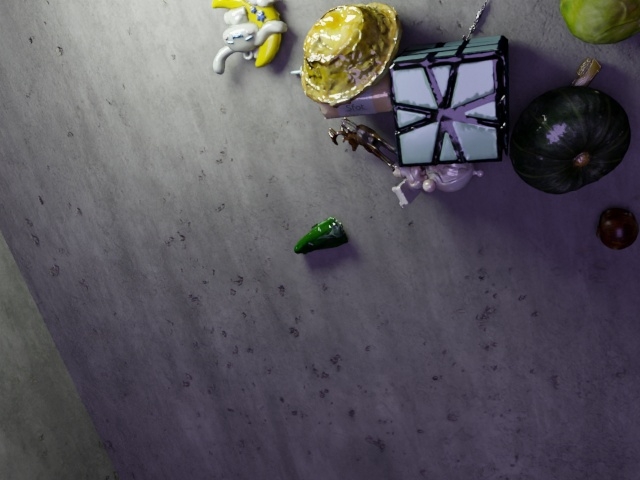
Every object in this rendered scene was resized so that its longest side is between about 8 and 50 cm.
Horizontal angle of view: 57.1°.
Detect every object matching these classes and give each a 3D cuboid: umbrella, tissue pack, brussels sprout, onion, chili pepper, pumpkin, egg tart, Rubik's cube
[{"bbox_3d":[0.426,-0.597,1.600,0.022,0.013,0.122,45,124,22],"label":"umbrella"},{"bbox_3d":[0.107,-0.447,1.694,0.222,0.186,0.090,0,151,19],"label":"tissue pack"},{"bbox_3d":[0.698,-0.579,1.422,0.223,0.161,0.223,11,116,24],"label":"brussels sprout"},{"bbox_3d":[0.834,-0.029,1.656,0.118,0.118,0.117,-20,109,27],"label":"onion"},{"bbox_3d":[0.001,-0.001,2.001,0.216,0.062,0.108,-27,102,30],"label":"chili pepper"},{"bbox_3d":[0.647,-0.263,1.540,0.300,0.207,0.300,-4,129,-5],"label":"pumpkin"},{"bbox_3d":[0.065,-0.527,1.600,0.341,0.341,0.129,-18,148,26],"label":"egg tart"},{"bbox_3d":[0.355,-0.374,1.572,0.293,0.283,0.289,0,114,17],"label":"Rubik's cube"}]

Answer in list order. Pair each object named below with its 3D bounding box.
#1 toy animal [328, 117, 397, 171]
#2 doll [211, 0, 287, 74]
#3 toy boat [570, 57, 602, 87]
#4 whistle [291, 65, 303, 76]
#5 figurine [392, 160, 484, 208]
[{"bbox_3d":[0.130,-0.300,1.716,0.260,0.243,0.087,37,85,15],"label":"toy animal"},{"bbox_3d":[-0.224,-0.633,1.767,0.252,0.111,0.237,-4,113,12],"label":"doll"},{"bbox_3d":[0.686,-0.416,1.568,0.049,0.047,0.149,39,119,15],"label":"toy boat"},{"bbox_3d":[-0.042,-0.516,1.797,0.100,0.035,0.035,3,114,20],"label":"whistle"},{"bbox_3d":[0.340,-0.189,1.711,0.256,0.182,0.145,-9,97,45],"label":"figurine"}]
